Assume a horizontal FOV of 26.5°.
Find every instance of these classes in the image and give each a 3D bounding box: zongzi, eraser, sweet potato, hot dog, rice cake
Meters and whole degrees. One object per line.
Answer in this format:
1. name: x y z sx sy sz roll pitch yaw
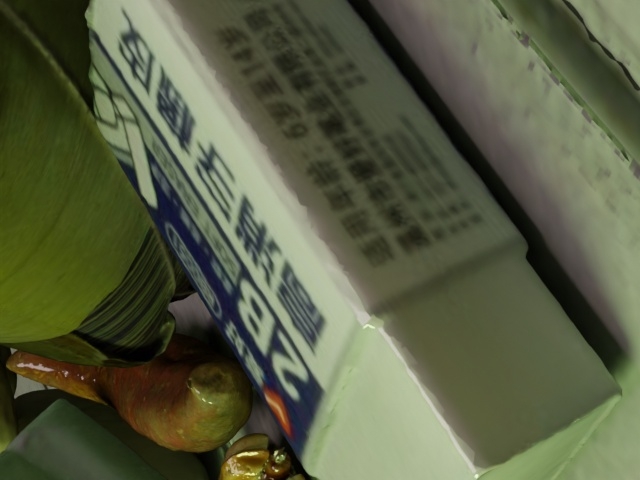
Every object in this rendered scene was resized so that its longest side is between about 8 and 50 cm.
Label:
1. zongzi: -0.115 -0.115 0.585 0.154 0.318 0.289 20 174 25
2. eraser: 0.000 0.000 0.446 0.210 0.068 0.124 56 155 22
3. sweet potato: -0.093 0.079 0.744 0.255 0.078 0.058 2 89 58
4. hot dog: -0.030 0.136 0.716 0.056 0.041 0.133 40 150 14
5. rice cake: -0.088 0.168 0.707 0.221 0.080 0.042 32 145 24

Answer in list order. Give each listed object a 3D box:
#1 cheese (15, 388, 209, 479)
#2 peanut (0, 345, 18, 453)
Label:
1. cheese: -0.145 0.278 0.905 0.328 0.129 0.351 167 101 -71
2. peanut: -0.254 0.097 0.912 0.236 0.110 0.120 -145 46 -61
